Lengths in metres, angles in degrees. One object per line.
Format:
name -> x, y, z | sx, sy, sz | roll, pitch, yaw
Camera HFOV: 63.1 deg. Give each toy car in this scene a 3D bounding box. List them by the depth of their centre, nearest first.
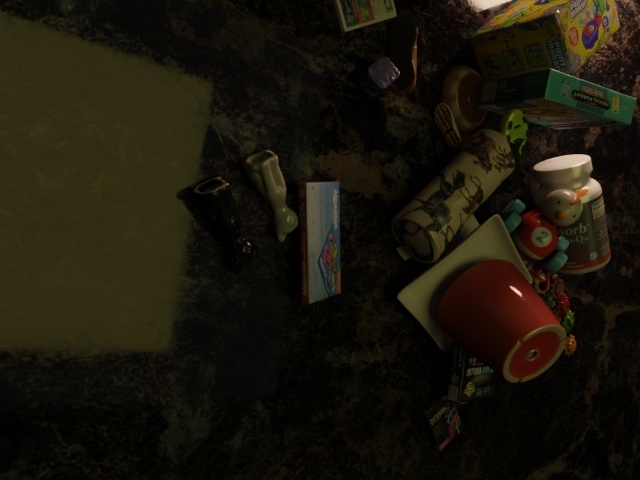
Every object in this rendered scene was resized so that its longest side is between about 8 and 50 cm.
toy car -> 0.704, -0.070, 1.572 | 0.219, 0.238, 0.210 | 41, 36, 4

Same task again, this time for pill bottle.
pill bottle -> 0.829, -0.088, 1.737 | 0.210, 0.210, 0.362 | -28, 109, -30

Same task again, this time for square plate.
square plate -> 0.413, 0.127, 1.478 | 0.344, 0.049, 0.347 | -40, 129, 3

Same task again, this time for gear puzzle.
gear puzzle -> 0.884, 0.303, 1.914 | 0.175, 0.044, 0.339 | -40, 116, -25

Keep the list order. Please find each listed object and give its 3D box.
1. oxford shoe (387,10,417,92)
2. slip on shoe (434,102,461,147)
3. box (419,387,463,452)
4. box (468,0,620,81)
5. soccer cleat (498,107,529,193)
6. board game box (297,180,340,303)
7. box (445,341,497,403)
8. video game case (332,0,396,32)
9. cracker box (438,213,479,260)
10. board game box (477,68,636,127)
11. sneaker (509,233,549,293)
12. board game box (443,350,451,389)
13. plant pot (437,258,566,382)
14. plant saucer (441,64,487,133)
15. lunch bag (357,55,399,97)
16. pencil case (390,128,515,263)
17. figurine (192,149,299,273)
oxford shoe -> 0.219, -0.490, 1.366 | 0.076, 0.076, 0.212 | 12, 79, -71
slip on shoe -> 0.366, -0.331, 1.492 | 0.135, 0.051, 0.041 | 58, 24, -16
box -> 0.372, 0.549, 1.591 | 0.116, 0.029, 0.162 | -35, 112, -27
box -> 0.648, -0.605, 1.514 | 0.290, 0.279, 0.177 | -42, 116, -24
soccer cleat -> 0.547, -0.266, 1.544 | 0.093, 0.121, 0.289 | -28, 133, -10
board game box -> 0.000, 0.000, 1.247 | 0.145, 0.027, 0.281 | -10, 101, -55
box -> 0.468, 0.396, 1.588 | 0.220, 0.051, 0.175 | 10, 87, -44
video game case -> 0.094, -0.634, 1.281 | 0.183, 0.023, 0.201 | -29, 111, -30
cracker box -> 0.425, 0.028, 1.552 | 0.155, 0.067, 0.232 | -51, 120, -19
board game box -> 0.666, -0.392, 1.485 | 0.336, 0.254, 0.079 | 7, 95, -25
sneaker -> 0.641, 0.053, 1.657 | 0.090, 0.145, 0.270 | -37, 114, -26
board game box -> 0.442, 0.400, 1.622 | 0.133, 0.033, 0.168 | -12, 102, -33
plant pot -> 0.493, 0.227, 1.395 | 0.275, 0.243, 0.274 | -12, 126, -17
plant saucer -> 0.438, -0.417, 1.536 | 0.199, 0.036, 0.198 | -5, 98, -35
lunch bag -> 0.141, -0.405, 1.309 | 0.098, 0.065, 0.067 | -43, 97, -26
pencil case -> 0.362, -0.119, 1.430 | 0.410, 0.160, 0.183 | -45, 162, -20
figurine -> -0.144, -0.062, 1.143 | 0.215, 0.092, 0.209 | -36, 122, -28
